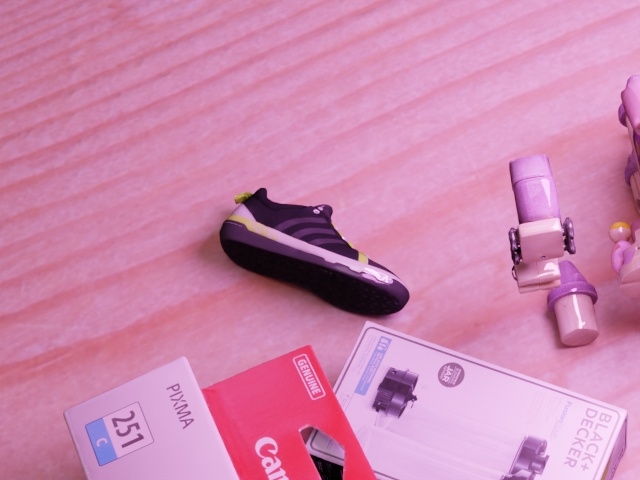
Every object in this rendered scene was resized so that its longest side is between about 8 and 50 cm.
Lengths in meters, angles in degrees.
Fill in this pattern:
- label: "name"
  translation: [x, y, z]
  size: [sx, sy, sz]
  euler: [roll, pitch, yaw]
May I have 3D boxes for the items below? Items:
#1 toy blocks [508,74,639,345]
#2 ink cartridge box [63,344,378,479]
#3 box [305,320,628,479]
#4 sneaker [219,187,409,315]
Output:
- label: "toy blocks"
  translation: [0.334, -0.074, 2.067]
  size: [0.309, 0.288, 0.260]
  euler: [-10, 61, 3]
- label: "ink cartridge box"
  translation: [-0.086, 0.231, 1.935]
  size: [0.261, 0.066, 0.296]
  euler: [-24, 47, -5]
- label: "box"
  translation: [0.149, 0.210, 2.022]
  size: [0.290, 0.087, 0.169]
  euler: [20, 63, 17]
- label: "sneaker"
  translation: [0.000, 0.000, 2.172]
  size: [0.235, 0.084, 0.097]
  euler: [22, 62, 19]
